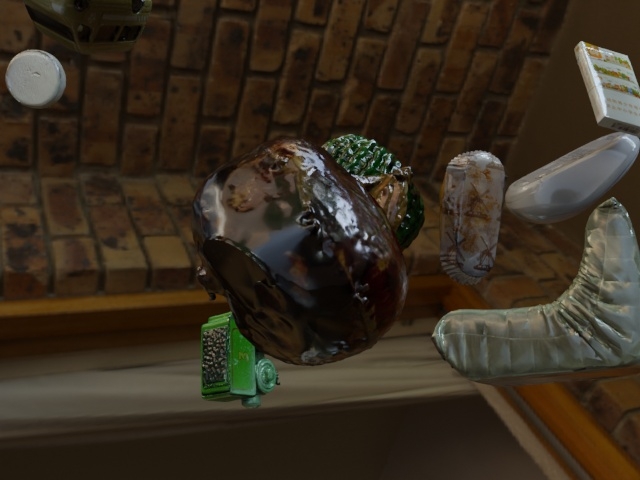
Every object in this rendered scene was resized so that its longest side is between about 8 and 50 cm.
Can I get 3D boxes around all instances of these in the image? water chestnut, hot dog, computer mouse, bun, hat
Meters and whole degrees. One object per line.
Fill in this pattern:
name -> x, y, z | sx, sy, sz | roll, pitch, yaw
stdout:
water chestnut -> 0.000, 0.000, 1.010 | 0.335, 0.347, 0.335 | 44, -23, 24
hot dog -> 0.278, -0.044, 1.281 | 0.069, 0.131, 0.252 | 174, -77, -76
computer mouse -> 0.543, -0.120, 1.483 | 0.121, 0.297, 0.184 | 64, 3, -3
bun -> -0.677, -0.384, 1.678 | 0.094, 0.138, 0.138 | -123, -147, -87
hat -> 0.035, -0.015, 1.340 | 0.332, 0.274, 0.242 | -50, -147, -13

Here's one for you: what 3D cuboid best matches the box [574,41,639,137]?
box -> 0.585, -0.304, 1.395 | 0.032, 0.122, 0.220 | 120, -23, -51

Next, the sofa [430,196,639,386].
sofa -> 0.264, 0.075, 0.820 | 0.225, 0.210, 0.176 | -11, -107, 26

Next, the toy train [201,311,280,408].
toy train -> -0.203, 0.288, 1.720 | 0.132, 0.188, 0.243 | -17, -115, 33

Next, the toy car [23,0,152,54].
toy car -> -0.368, -0.354, 1.080 | 0.124, 0.101, 0.256 | -65, 173, 22
